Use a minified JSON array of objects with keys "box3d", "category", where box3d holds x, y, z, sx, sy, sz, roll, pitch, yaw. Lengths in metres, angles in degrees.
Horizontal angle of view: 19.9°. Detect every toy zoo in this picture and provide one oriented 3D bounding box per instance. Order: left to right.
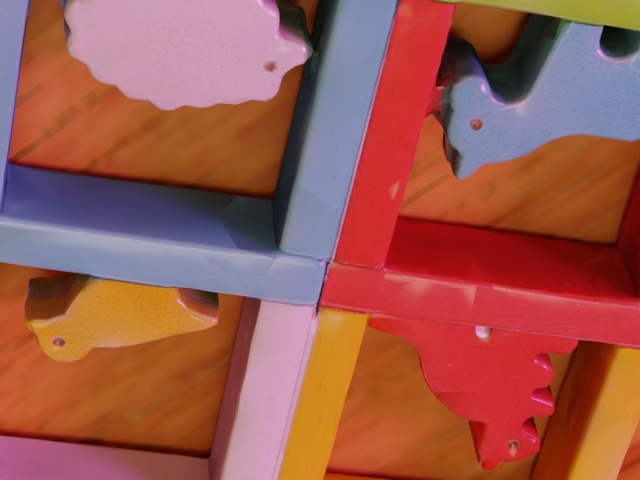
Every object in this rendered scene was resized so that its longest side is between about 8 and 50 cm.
[{"box3d":[0.000,0.000,0.468,0.192,0.030,0.293,7,122,-10],"category":"toy zoo"}]
